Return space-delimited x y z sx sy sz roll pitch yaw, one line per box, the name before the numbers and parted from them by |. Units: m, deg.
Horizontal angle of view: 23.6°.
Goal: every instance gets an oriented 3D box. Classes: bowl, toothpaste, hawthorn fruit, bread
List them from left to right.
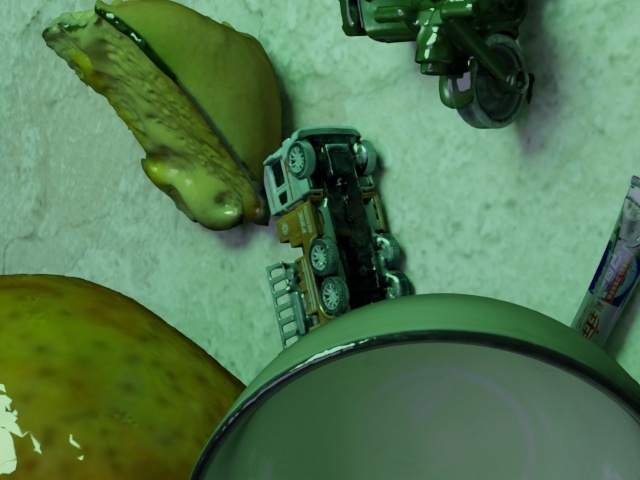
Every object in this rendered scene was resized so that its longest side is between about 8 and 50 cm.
hawthorn fruit | -0.224 0.250 1.295 0.472 0.472 0.471 -2 88 46
bread | -0.112 -0.136 1.387 0.174 0.133 0.251 -8 124 53
bowl | 0.088 0.180 1.080 0.185 0.354 0.354 -78 12 -66
toothpaste | 0.211 0.037 1.117 0.045 0.028 0.170 33 110 29

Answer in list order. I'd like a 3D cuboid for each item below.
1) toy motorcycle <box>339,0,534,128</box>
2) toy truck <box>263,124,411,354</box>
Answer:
toy motorcycle | 0.080 -0.226 1.190 0.205 0.127 0.275 3 88 43
toy truck | 0.001 0.000 1.301 0.115 0.080 0.177 -27 71 53
